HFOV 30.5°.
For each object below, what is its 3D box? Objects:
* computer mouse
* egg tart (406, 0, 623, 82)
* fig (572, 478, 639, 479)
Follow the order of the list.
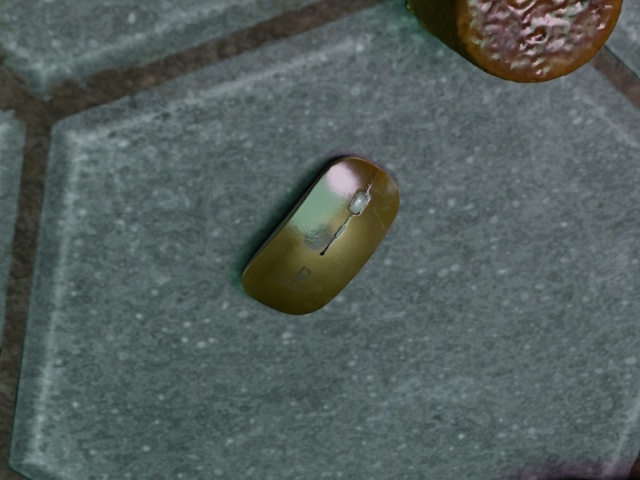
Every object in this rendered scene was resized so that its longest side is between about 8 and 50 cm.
[{"bbox_3d":[0.000,0.001,1.226,0.102,0.045,0.199,31,113,-25],"label":"computer mouse"},{"bbox_3d":[0.179,-0.238,1.048,0.203,0.147,0.202,-3,118,-5],"label":"egg tart"},{"bbox_3d":[0.312,0.369,1.437,0.233,0.167,0.167,-32,128,-32],"label":"fig"}]
